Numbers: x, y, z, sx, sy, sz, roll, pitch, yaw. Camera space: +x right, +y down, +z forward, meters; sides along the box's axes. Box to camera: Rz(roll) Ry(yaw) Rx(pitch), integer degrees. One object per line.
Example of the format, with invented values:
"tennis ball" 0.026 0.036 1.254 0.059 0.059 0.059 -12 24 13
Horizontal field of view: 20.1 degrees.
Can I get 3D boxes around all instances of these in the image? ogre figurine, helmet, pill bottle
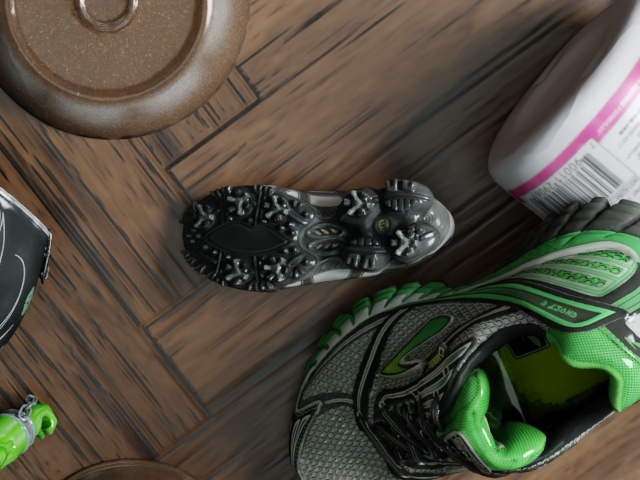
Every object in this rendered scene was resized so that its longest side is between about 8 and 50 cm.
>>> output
"ogre figurine" -0.282 0.171 1.252 0.197 0.118 0.096 -5 100 -2
"helmet" -0.280 0.020 1.206 0.169 0.169 0.161 37 80 -8
"pill bottle" 0.267 -0.020 1.221 0.283 0.160 0.160 39 96 -8

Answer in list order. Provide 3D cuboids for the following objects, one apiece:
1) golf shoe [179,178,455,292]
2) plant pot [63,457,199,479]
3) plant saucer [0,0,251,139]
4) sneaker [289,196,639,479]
"golf shoe" 0.000 0.000 1.260 0.198 0.094 0.077 0 86 24
"plant pot" -0.135 0.253 1.249 0.167 0.165 0.167 0 99 -3
"plant saucer" -0.147 -0.166 1.243 0.199 0.036 0.198 -1 100 -3
"sneaker" 0.088 0.096 1.191 0.134 0.146 0.343 44 133 -11
